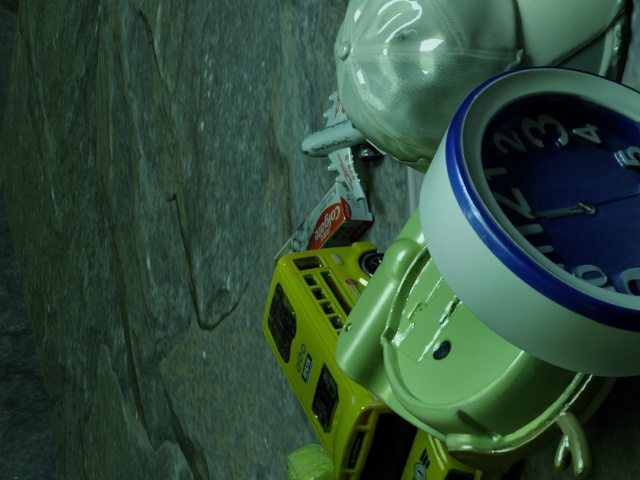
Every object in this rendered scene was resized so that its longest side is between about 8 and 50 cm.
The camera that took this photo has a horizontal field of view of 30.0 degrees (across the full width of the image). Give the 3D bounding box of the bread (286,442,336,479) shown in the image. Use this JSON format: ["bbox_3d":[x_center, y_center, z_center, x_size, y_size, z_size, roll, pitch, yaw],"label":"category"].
[{"bbox_3d":[0.017,0.300,1.364,0.114,0.111,0.129,-143,54,-65],"label":"bread"}]

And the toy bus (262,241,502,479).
[{"bbox_3d":[0.058,0.148,1.218,0.331,0.151,0.145,-123,39,-48],"label":"toy bus"}]

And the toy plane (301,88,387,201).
[{"bbox_3d":[0.030,-0.121,1.374,0.171,0.065,0.162,161,106,-66],"label":"toy plane"}]

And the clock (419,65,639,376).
[{"bbox_3d":[0.187,-0.017,0.841,0.083,0.230,0.230,115,145,-50],"label":"clock"}]

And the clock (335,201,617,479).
[{"bbox_3d":[0.152,0.070,0.977,0.235,0.096,0.308,-57,31,1],"label":"clock"}]

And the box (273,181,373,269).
[{"bbox_3d":[0.000,0.000,1.472,0.218,0.039,0.055,132,133,-56],"label":"box"}]

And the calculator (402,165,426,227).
[{"bbox_3d":[0.101,-0.009,1.193,0.100,0.032,0.175,90,180,-46],"label":"calculator"}]

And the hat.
[{"bbox_3d":[0.131,-0.188,1.020,0.275,0.161,0.232,-38,51,16],"label":"hat"}]
